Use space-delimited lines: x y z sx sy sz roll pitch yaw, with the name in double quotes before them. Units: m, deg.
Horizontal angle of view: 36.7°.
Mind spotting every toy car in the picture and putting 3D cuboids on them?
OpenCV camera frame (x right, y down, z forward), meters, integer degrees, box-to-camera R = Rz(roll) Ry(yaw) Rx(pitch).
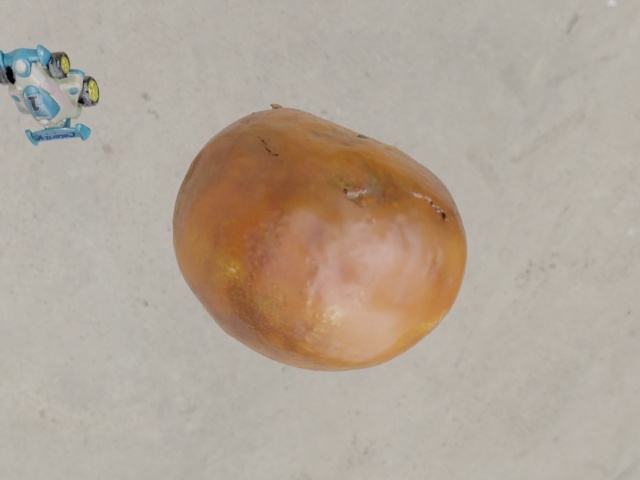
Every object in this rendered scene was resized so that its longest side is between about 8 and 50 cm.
"toy car" -0.409 -0.214 1.430 0.126 0.098 0.161 -6 161 8

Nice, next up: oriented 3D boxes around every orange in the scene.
"orange" 0.000 0.000 0.922 0.283 0.284 0.226 12 109 -39
